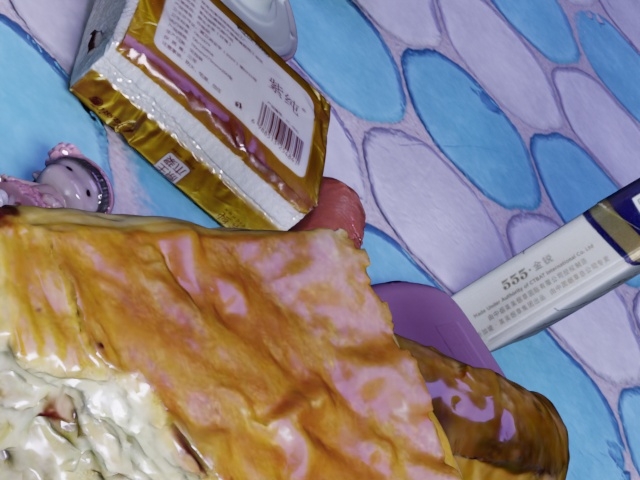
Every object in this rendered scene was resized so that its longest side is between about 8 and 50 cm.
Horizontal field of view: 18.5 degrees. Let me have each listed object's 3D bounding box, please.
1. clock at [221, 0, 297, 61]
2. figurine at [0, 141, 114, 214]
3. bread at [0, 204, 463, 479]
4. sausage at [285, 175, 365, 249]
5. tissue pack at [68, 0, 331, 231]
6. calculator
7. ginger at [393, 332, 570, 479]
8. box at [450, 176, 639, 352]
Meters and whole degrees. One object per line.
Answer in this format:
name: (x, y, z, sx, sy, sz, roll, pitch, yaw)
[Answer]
clock: (-0.095, -0.271, 1.830, 0.244, 0.056, 0.244, 48, 23, -29)
figurine: (-0.202, -0.029, 1.407, 0.072, 0.054, 0.129, 43, 31, 15)
bread: (-0.098, 0.140, 1.210, 0.370, 0.191, 0.314, -2, 62, -44)
sausage: (0.000, 0.000, 1.661, 0.076, 0.076, 0.141, 43, 26, -17)
tissue pack: (-0.096, -0.124, 1.644, 0.226, 0.092, 0.183, 39, 29, -21)
calculator: (0.096, 0.119, 1.701, 0.194, 0.043, 0.294, 57, 25, 12)
ginger: (0.049, 0.137, 1.463, 0.321, 0.165, 0.172, 34, 52, -19)
box: (0.262, 0.012, 1.855, 0.071, 0.259, 0.168, 60, 26, 10)
